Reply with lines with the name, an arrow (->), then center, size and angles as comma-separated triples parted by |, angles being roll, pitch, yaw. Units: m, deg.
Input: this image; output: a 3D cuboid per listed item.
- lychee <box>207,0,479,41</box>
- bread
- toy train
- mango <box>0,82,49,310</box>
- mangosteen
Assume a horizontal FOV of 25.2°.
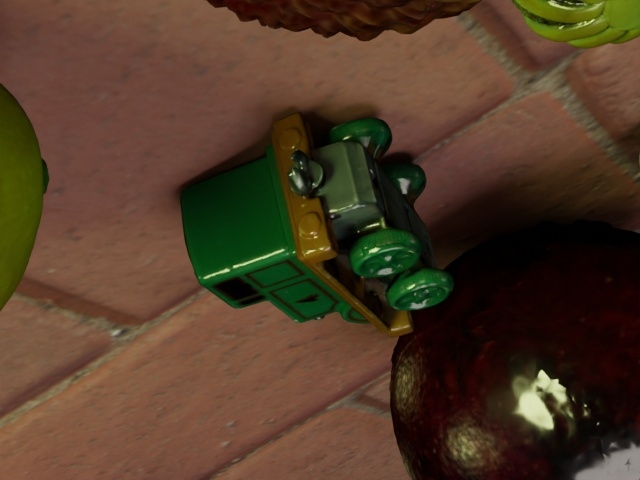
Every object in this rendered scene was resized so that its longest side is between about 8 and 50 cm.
lychee -> 0.005, -0.160, 0.469 | 0.194, 0.194, 0.194 | -20, 155, -10
bread -> 0.161, -0.153, 0.742 | 0.130, 0.071, 0.139 | -16, 154, -7
toy train -> 0.000, 0.000, 0.881 | 0.136, 0.091, 0.227 | -18, 158, 11
mango -> -0.263, -0.017, 0.535 | 0.343, 0.156, 0.192 | 11, 129, -45
mangosteen -> 0.192, 0.131, 1.069 | 0.297, 0.293, 0.297 | 7, -175, -1
